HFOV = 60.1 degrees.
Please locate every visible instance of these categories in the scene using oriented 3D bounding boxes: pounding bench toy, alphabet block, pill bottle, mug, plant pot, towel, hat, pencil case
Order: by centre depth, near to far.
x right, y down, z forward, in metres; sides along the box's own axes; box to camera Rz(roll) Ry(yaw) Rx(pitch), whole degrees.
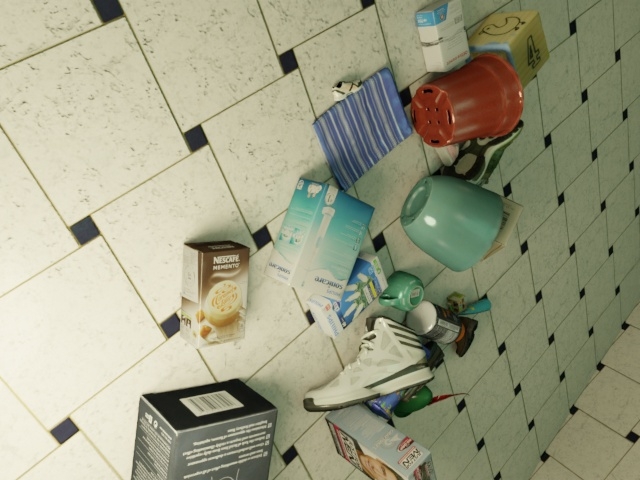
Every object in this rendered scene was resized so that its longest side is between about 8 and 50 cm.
[{"bbox_3d":[0.136,-0.333,1.656,0.336,0.040,0.243,-42,125,-24],"label":"towel"},{"bbox_3d":[0.451,-0.429,1.767,0.265,0.272,0.273,-23,117,-26],"label":"plant pot"},{"bbox_3d":[0.405,-0.078,1.806,0.235,0.293,0.293,26,85,-14],"label":"plant pot"},{"bbox_3d":[0.285,0.188,1.896,0.158,0.097,0.129,-53,130,-16],"label":"mug"},{"bbox_3d":[0.635,-0.643,1.897,0.197,0.192,0.193,-50,131,-20],"label":"alphabet block"},{"bbox_3d":[0.270,0.474,1.949,0.306,0.119,0.133,-54,159,-16],"label":"pencil case"},{"bbox_3d":[0.434,0.309,2.039,0.245,0.130,0.131,25,86,-43],"label":"pill bottle"},{"bbox_3d":[0.397,0.599,2.055,0.173,0.183,0.209,43,74,-39],"label":"hat"},{"bbox_3d":[0.519,0.251,2.147,0.083,0.052,0.065,-29,120,-31],"label":"pounding bench toy"}]

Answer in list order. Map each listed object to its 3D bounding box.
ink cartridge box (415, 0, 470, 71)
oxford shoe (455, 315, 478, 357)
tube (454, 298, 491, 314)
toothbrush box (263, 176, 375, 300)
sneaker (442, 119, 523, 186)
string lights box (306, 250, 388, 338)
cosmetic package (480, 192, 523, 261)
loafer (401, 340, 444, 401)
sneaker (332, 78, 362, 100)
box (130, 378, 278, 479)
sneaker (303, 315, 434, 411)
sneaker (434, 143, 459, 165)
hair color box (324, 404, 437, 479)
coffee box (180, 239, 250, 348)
[{"bbox_3d":[0.389,-0.650,1.752,0.139,0.082,0.191,-36,125,-27],"label":"ink cartridge box"},{"bbox_3d":[0.562,0.378,2.210,0.083,0.096,0.227,-44,147,-39],"label":"oxford shoe"},{"bbox_3d":[0.611,0.277,2.227,0.207,0.080,0.052,-8,77,-43],"label":"tube"},{"bbox_3d":[0.000,0.000,1.576,0.216,0.126,0.296,20,88,-43],"label":"toothbrush box"},{"bbox_3d":[0.592,-0.296,2.016,0.410,0.158,0.182,-45,143,-17],"label":"sneaker"},{"bbox_3d":[0.087,0.167,1.733,0.259,0.076,0.133,-41,127,-24],"label":"string lights box"},{"bbox_3d":[0.596,-0.039,1.974,0.160,0.113,0.309,-62,172,-9],"label":"cosmetic package"},{"bbox_3d":[0.380,0.492,2.040,0.084,0.096,0.267,43,61,-9],"label":"loafer"},{"bbox_3d":[0.077,-0.437,1.573,0.109,0.040,0.044,-38,122,-27],"label":"sneaker"},{"bbox_3d":[-0.307,0.596,1.427,0.293,0.212,0.396,2,100,-42],"label":"box"},{"bbox_3d":[0.132,0.396,1.818,0.447,0.169,0.258,-12,73,-17],"label":"sneaker"},{"bbox_3d":[0.431,-0.329,1.901,0.070,0.051,0.134,-44,115,-30],"label":"sneaker"},{"bbox_3d":[0.191,0.678,1.770,0.113,0.374,0.185,-34,122,-29],"label":"hair color box"},{"bbox_3d":[-0.268,0.132,1.401,0.141,0.098,0.247,-6,107,-40],"label":"coffee box"}]
